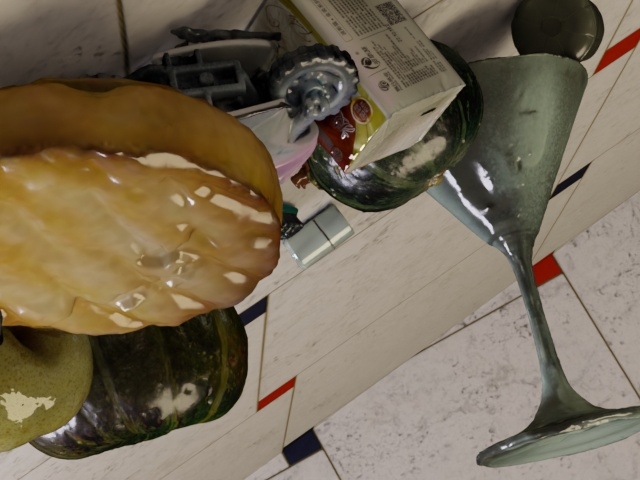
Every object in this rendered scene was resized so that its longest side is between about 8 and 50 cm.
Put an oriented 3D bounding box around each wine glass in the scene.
[{"bbox_3d":[0.220,0.025,1.709,0.267,0.406,0.267,-14,163,-4],"label":"wine glass"}]

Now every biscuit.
[{"bbox_3d":[-0.174,-0.024,1.152,0.296,0.102,0.296,-4,151,-2],"label":"biscuit"}]

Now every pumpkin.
[{"bbox_3d":[-0.196,0.111,1.598,0.260,0.189,0.260,-15,175,-1],"label":"pumpkin"},{"bbox_3d":[0.071,-0.114,1.549,0.190,0.146,0.190,-52,171,-12],"label":"pumpkin"}]

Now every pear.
[{"bbox_3d":[-0.281,0.106,1.373,0.136,0.167,0.167,-39,169,39],"label":"pear"}]

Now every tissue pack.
[{"bbox_3d":[0.025,-0.146,1.323,0.106,0.148,0.099,-25,162,-42],"label":"tissue pack"}]

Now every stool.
[{"bbox_3d":[0.270,-0.237,1.774,0.096,0.096,0.110,-42,170,20],"label":"stool"}]

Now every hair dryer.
[{"bbox_3d":[0.000,0.000,2.009,0.082,0.047,0.137,-36,174,0],"label":"hair dryer"}]

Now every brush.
[{"bbox_3d":[-0.058,-0.023,1.793,0.043,0.032,0.193,-39,168,10],"label":"brush"}]

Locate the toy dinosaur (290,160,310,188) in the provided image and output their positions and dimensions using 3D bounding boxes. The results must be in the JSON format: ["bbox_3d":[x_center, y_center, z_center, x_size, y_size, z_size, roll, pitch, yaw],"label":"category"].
[{"bbox_3d":[-0.016,-0.086,1.641,0.055,0.049,0.154,-36,172,5],"label":"toy dinosaur"}]

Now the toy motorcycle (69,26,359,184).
[{"bbox_3d":[-0.097,-0.076,1.267,0.239,0.108,0.204,5,149,-5],"label":"toy motorcycle"}]

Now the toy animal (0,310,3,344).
[{"bbox_3d":[-0.355,0.057,0.951,0.267,0.212,0.212,-37,167,13],"label":"toy animal"}]
